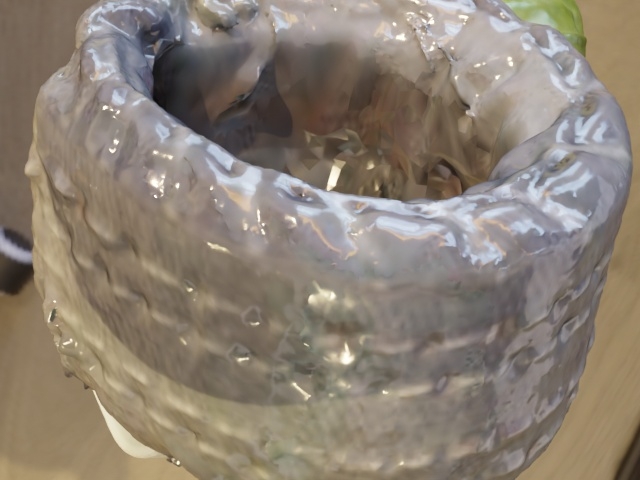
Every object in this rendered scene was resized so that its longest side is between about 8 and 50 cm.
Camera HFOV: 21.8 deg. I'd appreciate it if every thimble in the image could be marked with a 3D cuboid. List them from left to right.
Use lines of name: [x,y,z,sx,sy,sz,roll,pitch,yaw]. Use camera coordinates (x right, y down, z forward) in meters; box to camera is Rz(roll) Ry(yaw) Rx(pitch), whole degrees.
thimble: [0.000,0.000,0.683,0.236,0.205,0.172,12,127,4]

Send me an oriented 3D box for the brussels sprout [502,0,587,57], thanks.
brussels sprout: [0.061,-0.085,1.019,0.223,0.223,0.161,-14,110,19]

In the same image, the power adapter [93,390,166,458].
power adapter: [-0.062,0.071,1.201,0.187,0.255,0.124,-43,61,29]
